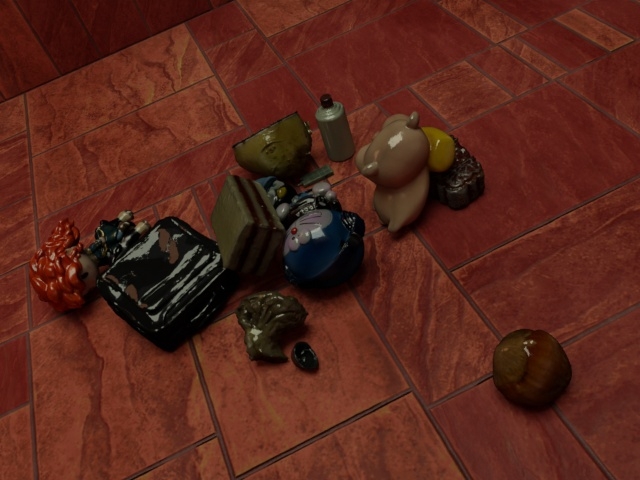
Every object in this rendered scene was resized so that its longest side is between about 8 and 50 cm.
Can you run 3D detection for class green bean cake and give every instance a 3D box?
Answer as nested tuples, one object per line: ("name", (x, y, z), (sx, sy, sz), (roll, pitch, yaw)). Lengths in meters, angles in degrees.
("green bean cake", (0.412, -0.217, 1.996), (0.198, 0.097, 0.233), (-34, 46, -14))

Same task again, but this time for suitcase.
("suitcase", (-0.448, 0.128, 1.914), (0.339, 0.188, 0.345), (32, 62, 24))

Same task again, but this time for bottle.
("bottle", (0.046, -0.393, 2.190), (0.104, 0.245, 0.104), (-10, 46, 11))

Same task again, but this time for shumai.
("shumai", (-0.140, 0.239, 1.727), (0.206, 0.166, 0.175), (-20, 48, 37))

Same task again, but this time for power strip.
("power strip", (-0.019, -0.220, 2.210), (0.136, 0.019, 0.051), (-24, 47, -4))

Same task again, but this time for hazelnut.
("hazelnut", (0.482, 0.282, 1.450), (0.182, 0.182, 0.182), (-10, 46, 11))

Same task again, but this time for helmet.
("helmet", (-0.047, 0.315, 1.691), (0.065, 0.049, 0.084), (-12, 62, -41))

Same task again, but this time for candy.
("candy", (-0.222, -0.048, 1.885), (0.135, 0.179, 0.320), (15, 24, -26))

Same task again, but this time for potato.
("potato", (-0.163, -0.304, 2.234), (0.246, 0.196, 0.300), (-33, 11, -40))

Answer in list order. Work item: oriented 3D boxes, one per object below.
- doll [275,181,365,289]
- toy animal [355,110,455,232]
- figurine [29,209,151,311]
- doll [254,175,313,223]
("doll", (0.000, 0.000, 1.847), (0.284, 0.240, 0.310), (-41, 30, 16))
("toy animal", (0.203, -0.228, 1.909), (0.277, 0.247, 0.345), (42, 109, 44))
("figurine", (-0.734, 0.059, 2.086), (0.412, 0.241, 0.306), (-16, 66, -20))
("doll", (-0.137, -0.125, 2.078), (0.314, 0.141, 0.177), (9, 56, 23))
